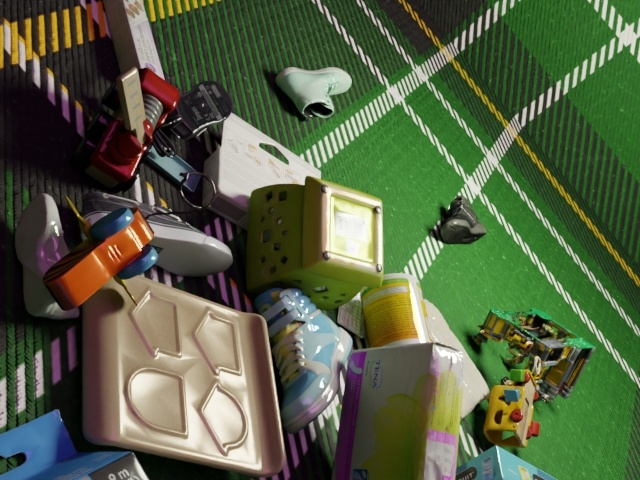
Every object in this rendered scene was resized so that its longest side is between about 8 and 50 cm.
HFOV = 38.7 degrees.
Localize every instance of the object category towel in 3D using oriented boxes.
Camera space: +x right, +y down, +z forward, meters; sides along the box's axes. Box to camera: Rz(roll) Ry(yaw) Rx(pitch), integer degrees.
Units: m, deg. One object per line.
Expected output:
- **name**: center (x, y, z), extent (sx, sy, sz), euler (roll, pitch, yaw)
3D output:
- **towel**: center (0.277, 0.276, 2.127), extent (0.282, 0.049, 0.187), euler (57, 33, 8)

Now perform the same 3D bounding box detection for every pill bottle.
- **pill bottle**: center (0.170, 0.206, 1.964), extent (0.136, 0.136, 0.245), euler (20, 48, -40)

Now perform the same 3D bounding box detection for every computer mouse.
- **computer mouse**: center (-0.307, -0.287, 1.899), extent (0.184, 0.060, 0.262), euler (55, 44, -11)

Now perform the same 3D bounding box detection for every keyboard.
- **keyboard**: center (0.078, 0.117, 2.066), extent (0.072, 0.014, 0.256), euler (38, 33, -20)

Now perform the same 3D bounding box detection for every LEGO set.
- **LEGO set**: center (0.536, 0.309, 2.359), extent (0.255, 0.192, 0.331), euler (32, 18, 29)

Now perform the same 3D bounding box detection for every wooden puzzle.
- **wooden puzzle**: center (-0.233, 0.224, 1.497), extent (0.348, 0.080, 0.322), euler (20, 42, -34)

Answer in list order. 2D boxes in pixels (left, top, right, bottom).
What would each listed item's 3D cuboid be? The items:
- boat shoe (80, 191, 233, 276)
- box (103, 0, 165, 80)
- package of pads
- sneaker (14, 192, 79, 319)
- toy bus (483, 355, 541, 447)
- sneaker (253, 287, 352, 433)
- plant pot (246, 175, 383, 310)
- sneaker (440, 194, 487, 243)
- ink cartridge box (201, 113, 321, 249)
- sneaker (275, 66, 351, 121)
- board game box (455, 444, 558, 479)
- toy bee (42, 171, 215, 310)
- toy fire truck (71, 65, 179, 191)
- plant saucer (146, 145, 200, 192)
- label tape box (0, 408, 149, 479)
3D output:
- **boat shoe**: center (-0.292, -0.016, 1.647), extent (0.301, 0.108, 0.102), euler (15, 47, -34)
- **box**: center (-0.413, -0.455, 1.981), extent (0.063, 0.067, 0.324), euler (15, 45, -45)
- **package of pads**: center (0.138, 0.331, 1.612), extent (0.101, 0.229, 0.296), euler (23, 66, -37)
- **sneaker**: center (-0.426, 0.029, 1.456), extent (0.094, 0.080, 0.212), euler (21, 52, -50)
- **toy bus**: center (0.441, 0.380, 2.127), extent (0.202, 0.104, 0.191), euler (-13, 100, -61)
- **sneaker**: center (-0.062, 0.206, 1.689), extent (0.208, 0.127, 0.319), euler (47, 21, -10)
- **plant pot**: center (0.000, 0.000, 1.831), extent (0.228, 0.207, 0.227), euler (15, 67, -36)
- **sneaker**: center (0.381, -0.062, 2.582), extent (0.227, 0.087, 0.130), euler (0, 55, -56)
- **ink cartridge box**: center (-0.120, -0.116, 2.002), extent (0.296, 0.066, 0.261), euler (31, 37, -30)
- **sneaker**: center (0.010, -0.379, 2.418), extent (0.256, 0.094, 0.151), euler (-9, 58, -45)
- **board game box**: center (0.357, 0.538, 1.752), extent (0.336, 0.254, 0.079), euler (33, 34, -28)
- **toy bee**: center (-0.319, 0.011, 1.448), extent (0.298, 0.162, 0.195), euler (-17, 98, -37)
- **toy fire truck**: center (-0.333, -0.235, 1.640), extent (0.158, 0.246, 0.217), euler (35, 55, -25)
- **plant saucer**: center (-0.326, -0.170, 1.840), extent (0.192, 0.018, 0.067), euler (40, 33, -19)
- **label tape box**: center (-0.323, 0.386, 1.168), extent (0.347, 0.115, 0.249), euler (58, 32, 9)
